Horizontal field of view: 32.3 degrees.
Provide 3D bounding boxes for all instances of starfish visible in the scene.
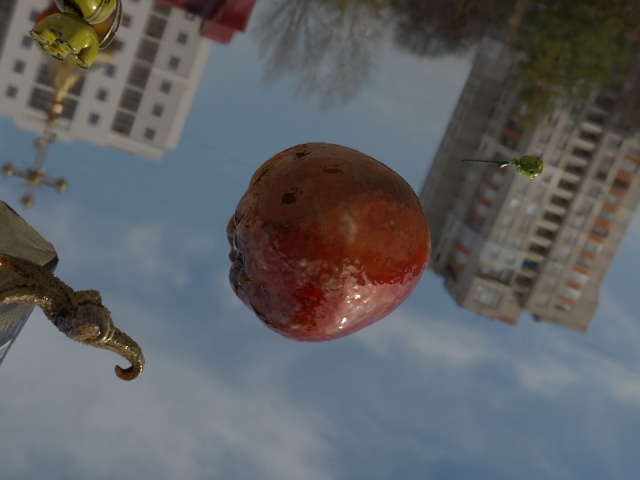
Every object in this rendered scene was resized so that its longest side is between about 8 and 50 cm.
[{"bbox_3d":[-0.437,0.125,1.882,0.303,0.113,0.312,29,-179,-44],"label":"starfish"}]

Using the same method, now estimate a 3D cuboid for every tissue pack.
[{"bbox_3d":[-0.665,0.126,2.090,0.198,0.370,0.210,39,-143,2],"label":"tissue pack"}]

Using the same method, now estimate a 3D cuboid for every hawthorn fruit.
[{"bbox_3d":[0.000,0.000,1.448,0.284,0.284,0.284,20,-165,-6],"label":"hawthorn fruit"}]

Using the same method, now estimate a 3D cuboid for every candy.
[{"bbox_3d":[0.267,-0.111,1.622,0.123,0.035,0.035,4,-172,-7],"label":"candy"}]

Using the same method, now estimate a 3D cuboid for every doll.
[{"bbox_3d":[-0.396,-0.407,1.871,0.135,0.221,0.143,17,159,29],"label":"doll"}]
